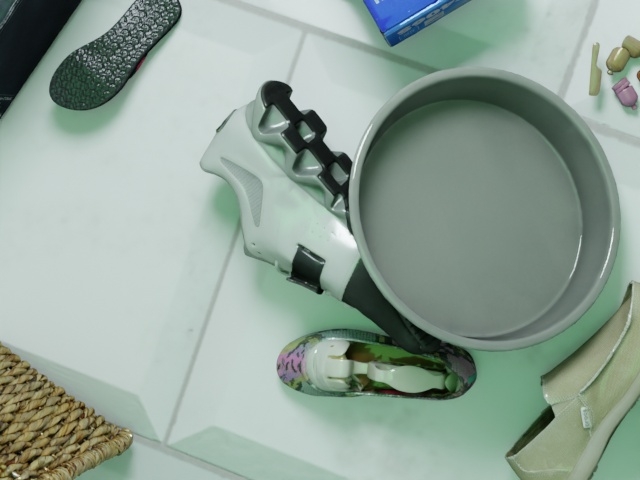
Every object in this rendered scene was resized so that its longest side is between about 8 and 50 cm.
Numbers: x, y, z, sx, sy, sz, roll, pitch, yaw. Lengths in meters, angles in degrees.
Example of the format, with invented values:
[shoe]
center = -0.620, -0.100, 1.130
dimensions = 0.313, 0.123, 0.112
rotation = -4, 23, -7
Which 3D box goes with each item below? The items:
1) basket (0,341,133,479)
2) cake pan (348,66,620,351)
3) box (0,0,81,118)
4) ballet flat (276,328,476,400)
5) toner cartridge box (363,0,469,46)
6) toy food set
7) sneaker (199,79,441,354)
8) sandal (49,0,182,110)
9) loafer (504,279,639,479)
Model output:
[basket]
center = -0.375, 0.253, 1.473
dimensions = 0.223, 0.299, 0.213
rotation = 34, 99, 7
[cake pan]
center = 0.162, -0.030, 1.425
dimensions = 0.293, 0.054, 0.293
rotation = 3, 79, -15
[box]
center = -0.415, -0.318, 1.507
dimensions = 0.296, 0.183, 0.294
rotation = 38, 100, 4
[ballet flat]
center = 0.056, 0.138, 1.500
dimensions = 0.221, 0.079, 0.077
rotation = 3, 95, 10
[toner cartridge box]
center = 0.053, -0.391, 1.435
dimensions = 0.165, 0.075, 0.348
rotation = -30, 85, 8
[toy food set]
center = 0.342, -0.175, 1.461
dimensions = 0.122, 0.019, 0.078
rotation = 4, 94, 2
[sneaker]
center = 0.000, 0.000, 1.496
dimensions = 0.146, 0.122, 0.330
rotation = -38, 87, 28
[sandal]
center = -0.224, -0.208, 1.557
dimensions = 0.179, 0.040, 0.067
rotation = -44, 91, -5
[loafer]
center = 0.276, 0.153, 1.449
dimensions = 0.092, 0.102, 0.268
rotation = 26, 98, 2
